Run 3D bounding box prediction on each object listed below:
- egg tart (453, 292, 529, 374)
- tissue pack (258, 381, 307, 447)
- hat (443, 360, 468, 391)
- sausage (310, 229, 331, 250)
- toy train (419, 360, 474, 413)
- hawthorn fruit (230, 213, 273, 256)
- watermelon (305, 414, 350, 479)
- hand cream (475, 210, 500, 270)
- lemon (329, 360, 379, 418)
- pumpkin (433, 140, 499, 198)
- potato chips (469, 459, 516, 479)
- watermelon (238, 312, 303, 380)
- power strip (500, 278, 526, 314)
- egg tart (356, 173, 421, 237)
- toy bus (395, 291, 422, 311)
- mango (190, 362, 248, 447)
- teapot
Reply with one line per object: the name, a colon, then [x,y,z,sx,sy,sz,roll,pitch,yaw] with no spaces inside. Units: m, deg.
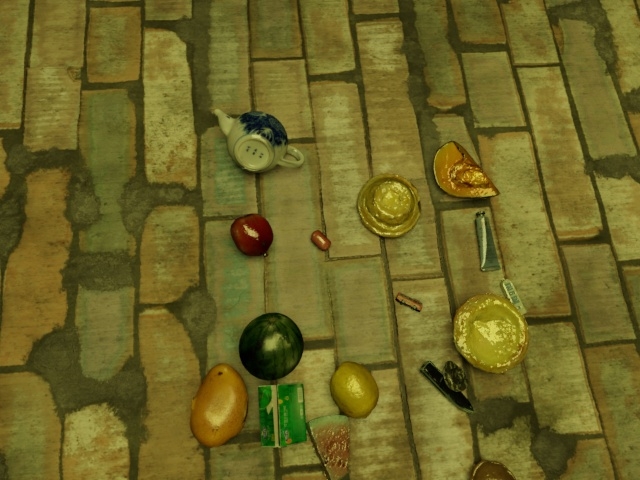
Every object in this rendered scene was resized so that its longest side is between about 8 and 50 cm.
egg tart: [0.655,0.364,1.851,0.315,0.120,0.314,1,75,-3]
tissue pack: [-0.155,0.626,1.710,0.156,0.148,0.208,-16,71,34]
hat: [0.523,0.512,1.809,0.121,0.050,0.121,15,50,-19]
sausage: [0.000,0.000,1.947,0.094,0.059,0.054,44,93,6]
toy train: [0.485,0.572,1.814,0.252,0.048,0.055,46,55,5]
hawthorn fruit: [-0.269,-0.012,1.882,0.169,0.169,0.188,-22,80,-10]
watermelon: [0.039,0.757,1.716,0.154,0.094,0.240,-6,75,-16]
hand cream: [0.697,0.002,1.998,0.088,0.055,0.255,-4,76,-13]
lemon: [0.124,0.548,1.736,0.170,0.170,0.207,-35,80,-13]
pumpkin: [0.619,-0.268,2.057,0.169,0.148,0.312,-43,72,27]
potato chips: [0.619,0.904,1.714,0.195,0.062,0.208,-32,77,-18]
watermelon: [-0.178,0.386,1.724,0.243,0.242,0.242,1,73,-4]
power strip: [0.791,0.243,1.942,0.048,0.030,0.191,-19,75,-8]
egg tart: [0.297,-0.157,1.989,0.291,0.115,0.289,1,74,-5]
toy bus: [0.358,0.248,1.911,0.110,0.031,0.043,26,67,5]
mango: [-0.354,0.587,1.702,0.191,0.159,0.290,1,63,3]
teapot: [-0.257,-0.424,1.981,0.424,0.252,0.279,25,34,-16]
